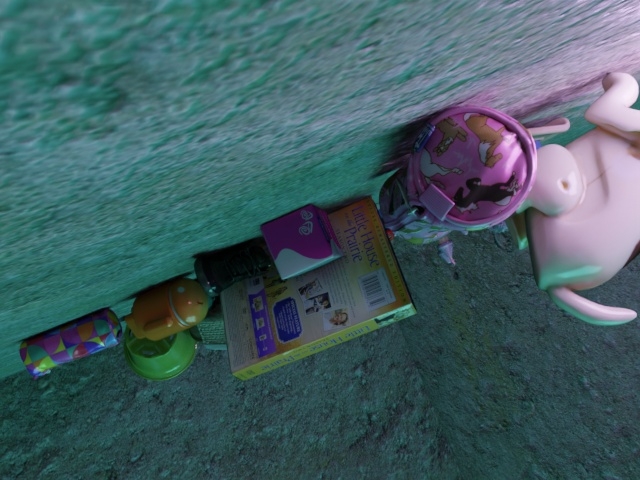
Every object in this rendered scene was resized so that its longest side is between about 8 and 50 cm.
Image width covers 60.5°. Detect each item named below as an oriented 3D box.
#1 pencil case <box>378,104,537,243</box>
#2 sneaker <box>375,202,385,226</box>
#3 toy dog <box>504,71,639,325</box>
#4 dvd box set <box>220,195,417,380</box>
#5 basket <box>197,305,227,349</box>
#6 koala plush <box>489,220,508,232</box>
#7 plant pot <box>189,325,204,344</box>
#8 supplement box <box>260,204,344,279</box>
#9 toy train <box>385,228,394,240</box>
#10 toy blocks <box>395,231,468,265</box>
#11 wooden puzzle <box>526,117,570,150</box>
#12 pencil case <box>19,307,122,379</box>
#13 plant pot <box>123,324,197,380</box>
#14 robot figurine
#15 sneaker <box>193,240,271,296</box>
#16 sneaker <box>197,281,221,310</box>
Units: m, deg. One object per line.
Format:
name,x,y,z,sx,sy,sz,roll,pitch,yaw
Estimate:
pencil case,0.185,-0.079,0.842,0.167,0.160,0.386,7,178,2
sneaker,0.230,-0.086,1.563,0.152,0.084,0.058,-22,176,-12
toy dog,0.524,-0.094,0.906,0.408,0.395,0.284,-20,145,13
dvd box set,-0.027,0.103,1.247,0.420,0.307,0.062,-24,143,9
basket,-0.278,0.255,1.646,0.167,0.103,0.113,-8,-161,42
koala plush,0.522,-0.156,1.541,0.203,0.196,0.221,19,152,-31
plant pot,-0.412,0.247,1.986,0.237,0.237,0.110,-24,137,27
supplement box,-0.030,0.004,1.116,0.114,0.111,0.220,-23,177,8
toy train,0.152,-0.048,1.669,0.143,0.105,0.248,16,109,-43
toy blocks,0.385,-0.032,1.915,0.309,0.260,0.288,-23,177,7
wooden puzzle,0.358,-0.162,1.251,0.348,0.080,0.322,-20,175,-38
pencil case,-0.615,0.253,1.362,0.236,0.104,0.104,-23,176,-5
plant pot,-0.596,0.356,1.990,0.276,0.276,0.254,-21,164,-14
robot figurine,-0.372,0.168,1.360,0.219,0.128,0.158,-22,162,14
sneaker,-0.182,0.053,1.151,0.130,0.087,0.227,-25,179,7
sneaker,-0.311,0.152,1.597,0.296,0.123,0.178,-23,-174,29
